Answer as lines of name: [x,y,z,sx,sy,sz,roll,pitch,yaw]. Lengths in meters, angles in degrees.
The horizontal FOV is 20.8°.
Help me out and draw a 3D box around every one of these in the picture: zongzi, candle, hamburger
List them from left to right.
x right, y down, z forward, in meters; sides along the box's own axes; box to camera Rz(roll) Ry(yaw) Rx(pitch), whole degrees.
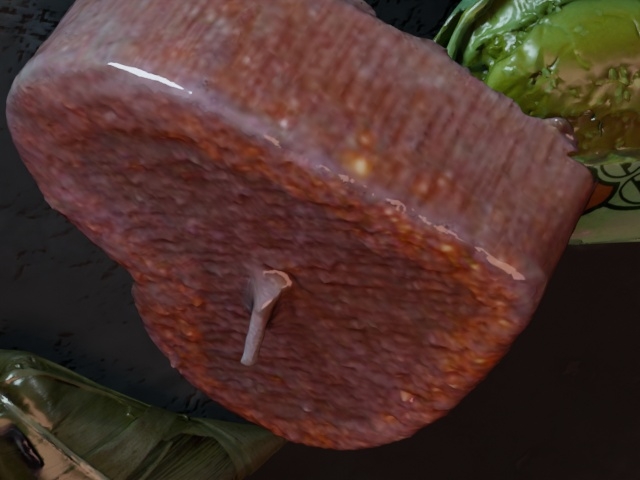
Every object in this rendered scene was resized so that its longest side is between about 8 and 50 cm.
zongzi: [-0.125,0.098,1.080,0.178,0.081,0.189,-32,112,-14]
candle: [0.000,0.000,0.903,0.287,0.131,0.317,5,142,32]
hamburger: [0.151,-0.090,0.950,0.214,0.125,0.235,-5,139,-19]
